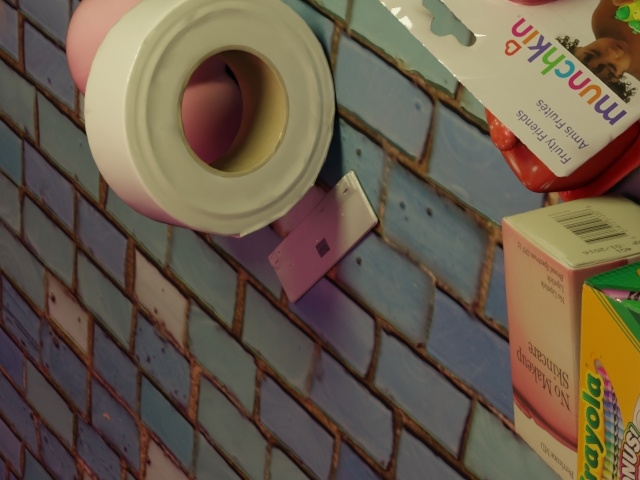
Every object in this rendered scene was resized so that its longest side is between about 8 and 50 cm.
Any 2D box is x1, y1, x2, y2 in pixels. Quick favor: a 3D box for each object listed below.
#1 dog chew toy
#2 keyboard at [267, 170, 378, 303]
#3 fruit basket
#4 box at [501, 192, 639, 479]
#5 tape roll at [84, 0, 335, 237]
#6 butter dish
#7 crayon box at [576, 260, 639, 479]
[{"bbox_3d":[-0.186,-0.169,1.972,0.206,0.206,0.332,-5,110,57],"label":"dog chew toy"},{"bbox_3d":[0.000,0.000,1.938,0.072,0.014,0.256,59,146,10],"label":"keyboard"},{"bbox_3d":[0.210,-0.264,1.175,0.327,0.353,0.165,50,174,31],"label":"fruit basket"},{"bbox_3d":[0.258,0.093,1.446,0.148,0.126,0.232,-135,35,-63],"label":"box"},{"bbox_3d":[-0.123,-0.149,1.794,0.100,0.286,0.286,11,114,54],"label":"tape roll"},{"bbox_3d":[0.210,-0.112,1.463,0.160,0.118,0.160,63,146,13],"label":"butter dish"},{"bbox_3d":[0.290,0.174,1.264,0.165,0.081,0.278,33,133,53],"label":"crayon box"}]
